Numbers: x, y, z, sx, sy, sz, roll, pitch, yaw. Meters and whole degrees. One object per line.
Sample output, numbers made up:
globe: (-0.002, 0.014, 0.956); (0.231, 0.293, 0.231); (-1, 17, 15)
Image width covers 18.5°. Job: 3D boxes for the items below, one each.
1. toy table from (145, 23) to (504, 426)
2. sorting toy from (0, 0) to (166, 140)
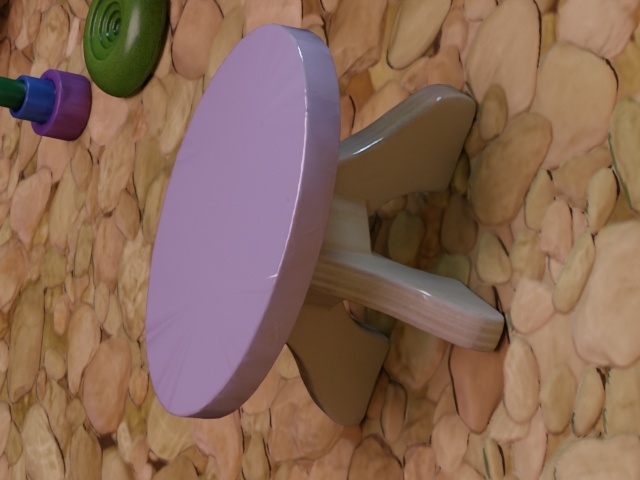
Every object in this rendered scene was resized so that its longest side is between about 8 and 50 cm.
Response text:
toy table: (0.000, 0.000, 1.348); (0.274, 0.161, 0.252); (-64, 36, 25)
sorting toy: (-0.207, -0.214, 1.764); (0.365, 0.126, 0.127); (-44, 47, 42)
